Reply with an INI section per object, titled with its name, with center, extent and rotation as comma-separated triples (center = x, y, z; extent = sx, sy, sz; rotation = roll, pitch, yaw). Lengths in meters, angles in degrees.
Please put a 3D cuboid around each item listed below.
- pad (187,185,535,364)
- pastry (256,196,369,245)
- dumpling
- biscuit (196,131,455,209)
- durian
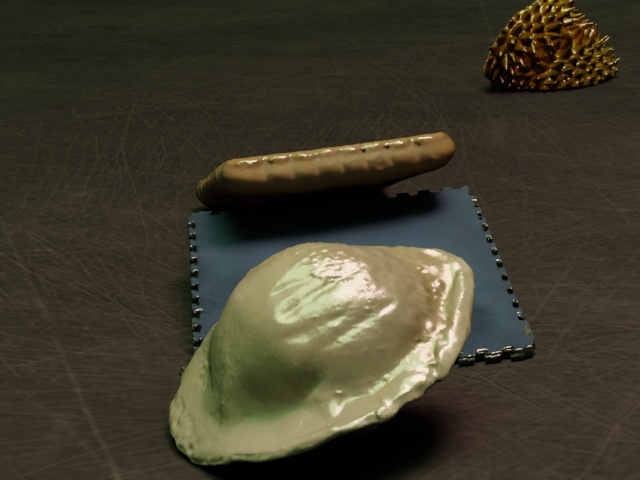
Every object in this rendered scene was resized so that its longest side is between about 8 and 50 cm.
[pad]
center = 0.023, 0.032, 1.173
extent = 0.270, 0.012, 0.269
rotation = -5, 32, -2
[pastry]
center = 0.000, 0.000, 1.290
extent = 0.080, 0.056, 0.140
rotation = 10, 24, 25
[dumpling]
center = 0.006, 0.082, 0.953
extent = 0.216, 0.126, 0.166
rotation = -5, 34, -12
[biscuit]
center = -0.006, -0.062, 1.371
extent = 0.217, 0.044, 0.325
rotation = -10, 0, -11
[durian]
center = 0.332, -0.261, 1.979
extent = 0.252, 0.144, 0.139
rotation = -30, -7, -40
